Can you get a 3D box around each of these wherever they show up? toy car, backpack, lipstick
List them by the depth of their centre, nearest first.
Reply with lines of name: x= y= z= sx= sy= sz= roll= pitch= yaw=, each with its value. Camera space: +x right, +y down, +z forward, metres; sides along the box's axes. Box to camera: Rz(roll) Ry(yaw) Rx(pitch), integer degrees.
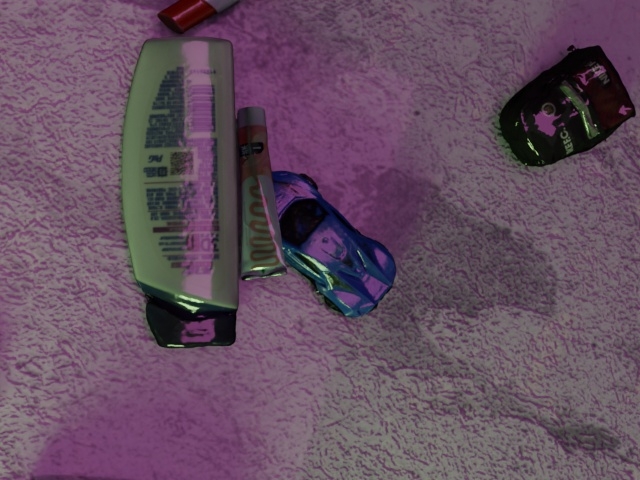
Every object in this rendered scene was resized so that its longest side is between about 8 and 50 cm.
lipstick: x=-0.073 y=-0.328 z=1.343 sx=0.274 sy=0.061 sz=0.068 roll=-35 pitch=98 yaw=-13
toy car: x=0.000 y=0.000 z=1.345 sx=0.216 sy=0.063 sz=0.103 roll=42 pitch=80 yaw=-8
backpack: x=0.313 y=-0.162 z=1.404 sx=0.165 sy=0.106 sz=0.120 roll=-40 pitch=101 yaw=-15

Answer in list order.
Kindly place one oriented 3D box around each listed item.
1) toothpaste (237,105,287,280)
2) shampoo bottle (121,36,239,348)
toothpaste: x=-0.075 y=-0.056 z=1.311 sx=0.056 sy=0.036 sz=0.205 roll=-9 pitch=77 yaw=13
shampoo bottle: x=-0.165 y=-0.054 z=1.303 sx=0.134 sy=0.078 sz=0.359 roll=-1 pitch=88 yaw=-4
